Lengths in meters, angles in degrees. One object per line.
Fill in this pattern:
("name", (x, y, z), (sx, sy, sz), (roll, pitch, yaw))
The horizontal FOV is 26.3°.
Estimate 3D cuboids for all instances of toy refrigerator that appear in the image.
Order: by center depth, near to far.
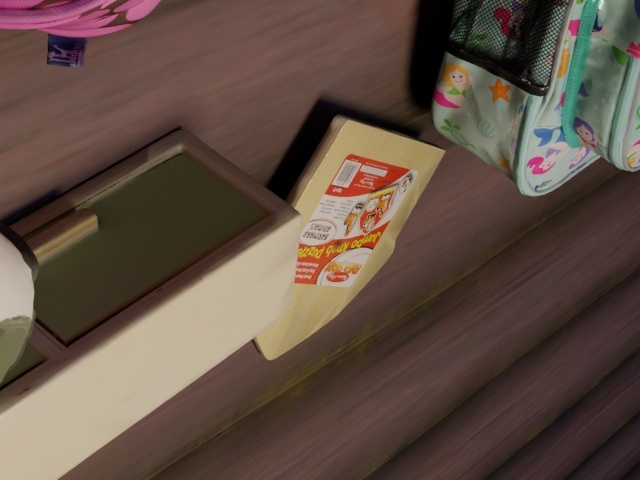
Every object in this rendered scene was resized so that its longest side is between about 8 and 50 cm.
("toy refrigerator", (-0.140, 0.047, 0.738), (0.269, 0.102, 0.094), (-34, 149, -34))

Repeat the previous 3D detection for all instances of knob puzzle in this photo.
("knob puzzle", (0.000, 0.000, 1.000), (0.213, 0.030, 0.213), (-41, 152, -27))

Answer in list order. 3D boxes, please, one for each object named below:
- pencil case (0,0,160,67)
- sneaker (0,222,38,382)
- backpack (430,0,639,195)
("pencil case", (-0.103, -0.115, 0.512), (0.209, 0.098, 0.095), (-133, -140, -82))
("sneaker", (-0.290, 0.098, 0.509), (0.410, 0.158, 0.182), (-59, 138, -27))
("backpack", (0.193, -0.155, 0.971), (0.225, 0.191, 0.253), (-34, 153, -37))
